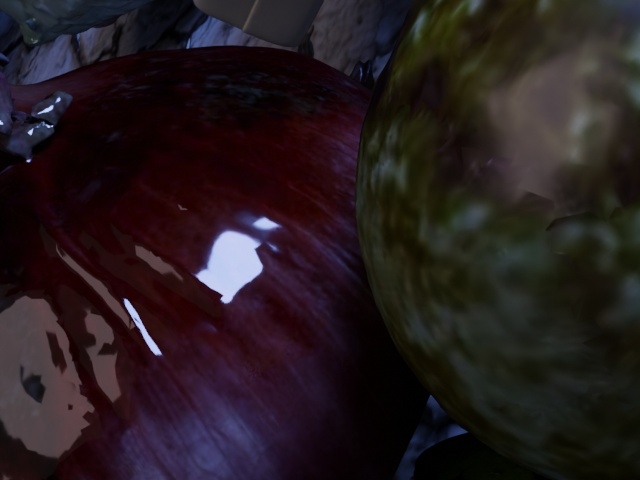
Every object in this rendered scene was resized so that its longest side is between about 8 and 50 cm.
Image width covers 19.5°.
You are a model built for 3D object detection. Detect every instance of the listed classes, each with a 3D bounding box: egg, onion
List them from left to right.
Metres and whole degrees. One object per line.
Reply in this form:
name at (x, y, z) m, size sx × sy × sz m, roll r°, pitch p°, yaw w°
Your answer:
onion at (-0.110, 0.023, 0.851) m, size 0.347 × 0.285 × 0.347 m, roll -31°, pitch 25°, yaw 16°
egg at (0.146, -0.040, 0.704) m, size 0.289 × 0.238 × 0.238 m, roll -52°, pitch 35°, yaw -1°

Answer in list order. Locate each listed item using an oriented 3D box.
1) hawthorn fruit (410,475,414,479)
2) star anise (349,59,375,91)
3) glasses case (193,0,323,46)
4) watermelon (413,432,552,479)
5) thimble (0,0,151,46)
hawthorn fruit at (0.002, 0.225, 0.864) m, size 0.189 × 0.149 × 0.149 m, roll -30°, pitch 39°, yaw -4°
star anise at (-0.010, 0.000, 1.069) m, size 0.140 × 0.144 × 0.158 m, roll -17°, pitch 52°, yaw -7°
glasses case at (0.012, -0.269, 1.077) m, size 0.131 × 0.070 × 0.313 m, roll 124°, pitch 166°, yaw -61°
watermelon at (0.094, 0.172, 0.752) m, size 0.159 × 0.128 × 0.303 m, roll -47°, pitch 39°, yaw 28°
thimble at (-0.162, -0.246, 1.289) m, size 0.149 × 0.185 × 0.211 m, roll -20°, pitch 65°, yaw 49°
